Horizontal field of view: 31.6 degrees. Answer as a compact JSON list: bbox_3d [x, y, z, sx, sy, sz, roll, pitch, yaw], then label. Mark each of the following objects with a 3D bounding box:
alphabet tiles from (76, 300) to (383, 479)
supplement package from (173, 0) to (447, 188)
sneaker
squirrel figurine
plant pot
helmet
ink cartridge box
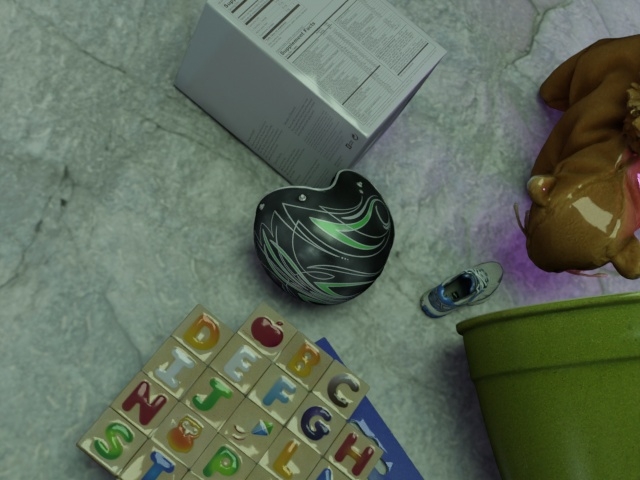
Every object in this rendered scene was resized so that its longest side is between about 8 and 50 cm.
[{"bbox_3d":[-0.095,0.237,1.289,0.285,0.011,0.342,39,56,1],"label":"alphabet tiles"},{"bbox_3d":[-0.017,-0.230,1.502,0.263,0.199,0.198,40,59,1],"label":"supplement package"},{"bbox_3d":[0.202,0.062,1.530,0.135,0.058,0.052,-27,78,-29],"label":"sneaker"},{"bbox_3d":[0.422,-0.126,1.503,0.281,0.397,0.370,46,51,-1],"label":"squirrel figurine"},{"bbox_3d":[0.366,0.258,1.362,0.367,0.366,0.352,-2,79,-21],"label":"plant pot"},{"bbox_3d":[0.000,0.000,1.426,0.169,0.169,0.161,50,44,7],"label":"helmet"},{"bbox_3d":[-0.019,0.298,1.336,0.307,0.072,0.303,-31,79,-26],"label":"ink cartridge box"}]
